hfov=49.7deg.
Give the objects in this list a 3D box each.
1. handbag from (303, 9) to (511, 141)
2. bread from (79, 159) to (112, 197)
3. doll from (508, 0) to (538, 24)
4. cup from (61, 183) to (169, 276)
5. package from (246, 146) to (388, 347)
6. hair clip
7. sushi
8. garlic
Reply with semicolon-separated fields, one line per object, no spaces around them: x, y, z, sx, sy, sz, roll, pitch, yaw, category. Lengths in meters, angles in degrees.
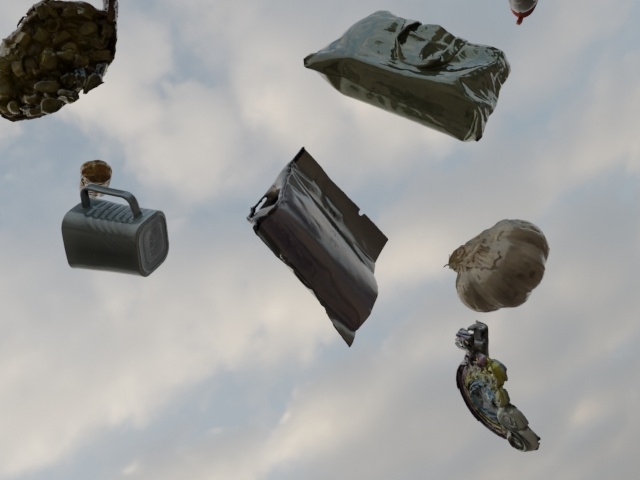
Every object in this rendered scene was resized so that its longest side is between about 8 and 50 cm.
0.160;-0.292;1.192;0.253;0.315;0.109;-55;-17;-44;handbag
-0.393;-0.105;1.205;0.052;0.157;0.044;0;-98;-20;bread
0.425;-0.562;1.416;0.142;0.076;0.245;-49;-36;-45;doll
-0.302;-0.019;1.012;0.095;0.129;0.128;-55;-31;-59;cup
0.000;0.000;0.938;0.062;0.251;0.204;-31;-72;29;package
0.222;0.192;0.903;0.049;0.116;0.172;-23;-81;-16;hair clip
-0.452;-0.327;1.198;0.296;0.179;0.167;-30;-69;-8;sushi
0.198;0.032;0.737;0.094;0.074;0.113;35;-78;-14;garlic
